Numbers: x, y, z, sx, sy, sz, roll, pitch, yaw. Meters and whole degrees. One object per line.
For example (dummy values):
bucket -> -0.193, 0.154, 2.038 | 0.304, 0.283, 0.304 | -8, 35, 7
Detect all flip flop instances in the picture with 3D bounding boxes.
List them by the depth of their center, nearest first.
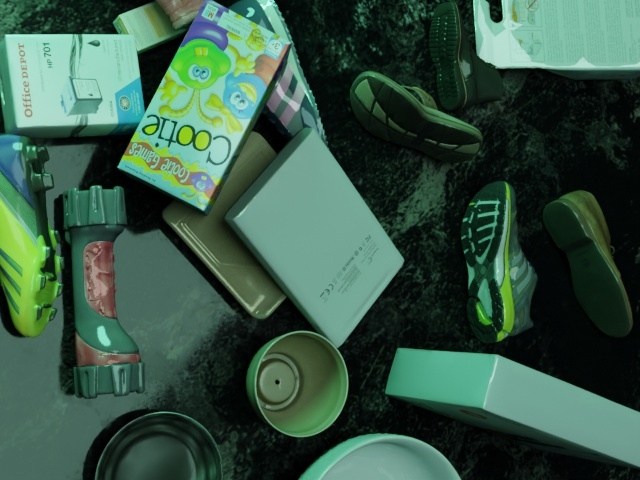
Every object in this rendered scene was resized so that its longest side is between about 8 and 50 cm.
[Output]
flip flop -> 0.172, -0.227, 1.619 | 0.277, 0.112, 0.080 | 20, 49, -23

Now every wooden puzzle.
wooden puzzle -> -0.109, -0.026, 1.475 | 0.239, 0.044, 0.221 | 48, 66, -10

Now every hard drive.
hard drive -> 0.000, 0.000, 1.460 | 0.203, 0.040, 0.307 | -51, 123, -21

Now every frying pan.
frying pan -> -0.287, 0.393, 1.322 | 0.326, 0.053, 0.197 | -40, 103, -24

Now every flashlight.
flashlight -> -0.313, 0.074, 1.315 | 0.103, 0.103, 0.304 | 0, 85, -30

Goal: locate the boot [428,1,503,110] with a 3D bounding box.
boot -> 0.282, -0.351, 1.709 | 0.137, 0.077, 0.198 | -11, 102, -33

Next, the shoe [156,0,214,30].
shoe -> -0.195, -0.390, 1.434 | 0.178, 0.063, 0.081 | -43, 108, -51

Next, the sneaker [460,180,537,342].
sneaker -> 0.340, 0.039, 1.682 | 0.121, 0.111, 0.300 | 2, 89, -38

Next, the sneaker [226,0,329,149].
sneaker -> -0.085, -0.238, 1.489 | 0.131, 0.112, 0.319 | -23, 95, -8

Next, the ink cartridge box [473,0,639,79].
ink cartridge box -> 0.477, -0.486, 1.837 | 0.385, 0.091, 0.308 | -2, 86, -12

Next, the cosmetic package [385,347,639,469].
cosmetic package -> 0.344, 0.286, 1.541 | 0.377, 0.284, 0.097 | 23, 74, -24

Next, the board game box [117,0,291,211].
board game box -> -0.170, -0.192, 1.346 | 0.144, 0.142, 0.275 | 27, 87, -5

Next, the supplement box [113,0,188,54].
supplement box -> -0.268, -0.339, 1.424 | 0.098, 0.036, 0.062 | -31, 99, -29

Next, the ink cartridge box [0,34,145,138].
ink cartridge box -> -0.368, -0.227, 1.333 | 0.190, 0.082, 0.140 | -7, 88, -30

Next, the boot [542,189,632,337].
boot -> 0.557, 0.042, 1.792 | 0.115, 0.112, 0.305 | -28, 96, -39

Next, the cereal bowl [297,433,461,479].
cereal bowl -> 0.075, 0.478, 1.455 | 0.339, 0.141, 0.339 | 3, 83, -27

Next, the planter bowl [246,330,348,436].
planter bowl -> -0.053, 0.226, 1.434 | 0.162, 0.109, 0.162 | 4, 83, -29

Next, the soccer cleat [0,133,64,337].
soccer cleat -> -0.439, -0.005, 1.281 | 0.121, 0.093, 0.289 | -5, 91, 2
